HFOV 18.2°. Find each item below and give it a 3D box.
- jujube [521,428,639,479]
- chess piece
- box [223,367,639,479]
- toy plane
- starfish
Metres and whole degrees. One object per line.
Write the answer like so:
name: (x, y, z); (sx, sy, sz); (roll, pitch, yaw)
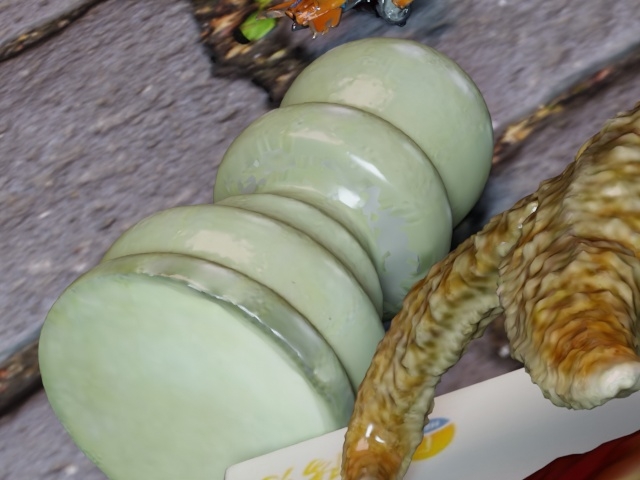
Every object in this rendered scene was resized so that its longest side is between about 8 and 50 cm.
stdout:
jujube: (0.104, 0.185, 0.394); (0.276, 0.276, 0.377); (-7, 40, 33)
chess piece: (0.000, 0.000, 0.900); (0.144, 0.144, 0.251); (-6, 31, 34)
box: (0.122, 0.112, 0.676); (0.343, 0.065, 0.200); (-20, 31, 16)
toy plane: (0.053, -0.170, 1.182); (0.188, 0.062, 0.135); (-27, 27, -24)
starfish: (0.126, -0.005, 0.621); (0.327, 0.094, 0.375); (-25, 0, 39)
